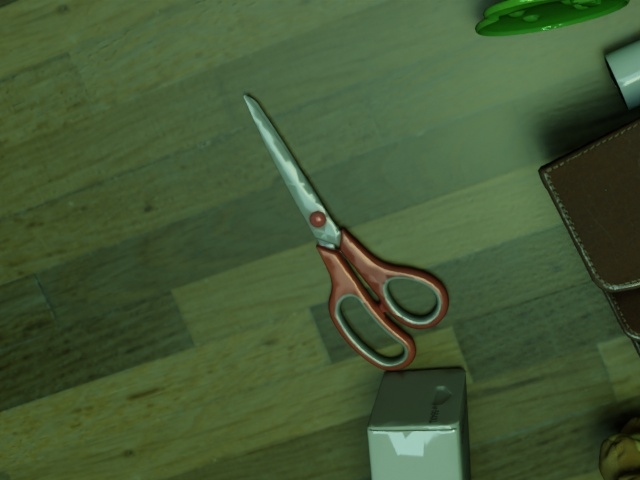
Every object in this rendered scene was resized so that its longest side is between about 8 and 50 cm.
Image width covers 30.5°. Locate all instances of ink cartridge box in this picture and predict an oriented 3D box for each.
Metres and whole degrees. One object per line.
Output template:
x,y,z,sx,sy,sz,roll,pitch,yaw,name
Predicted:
0.098,0.239,1.107,0.086,0.148,0.203,-3,104,10,ink cartridge box

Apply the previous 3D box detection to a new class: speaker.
0.318,-0.164,1.017,0.136,0.055,0.055,-25,101,13,speaker

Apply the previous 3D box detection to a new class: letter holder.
0.370,-0.021,0.959,0.302,0.152,0.214,-27,72,14,letter holder

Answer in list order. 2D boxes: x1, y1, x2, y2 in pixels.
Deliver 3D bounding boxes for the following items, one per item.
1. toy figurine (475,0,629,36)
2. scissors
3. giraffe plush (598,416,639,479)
0.172,-0.262,0.968,0.130,0.173,0.159,-10,91,27,toy figurine
0.000,0.000,1.120,0.297,0.021,0.109,45,108,-7,scissors
0.375,0.188,1.036,0.210,0.181,0.170,23,115,-8,giraffe plush
